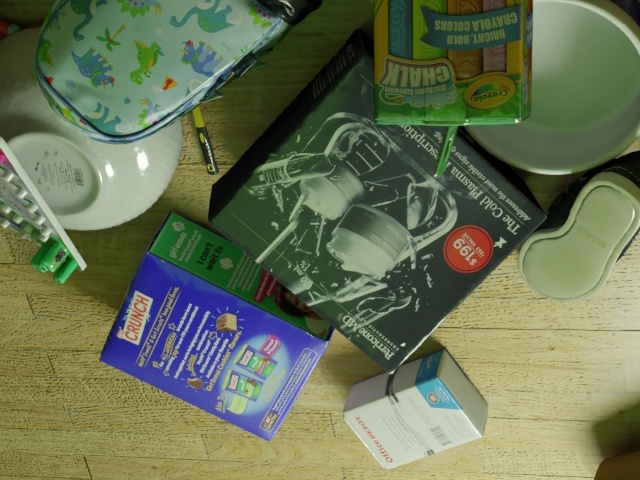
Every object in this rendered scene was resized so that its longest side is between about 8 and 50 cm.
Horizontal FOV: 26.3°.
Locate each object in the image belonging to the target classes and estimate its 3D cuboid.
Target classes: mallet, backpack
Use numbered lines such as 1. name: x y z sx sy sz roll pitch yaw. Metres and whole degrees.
1. mallet: -0.189 -0.178 2.034 0.062 0.039 0.190 5 130 11
2. backpack: -0.217 -0.290 1.797 0.355 0.273 0.290 -33 112 28

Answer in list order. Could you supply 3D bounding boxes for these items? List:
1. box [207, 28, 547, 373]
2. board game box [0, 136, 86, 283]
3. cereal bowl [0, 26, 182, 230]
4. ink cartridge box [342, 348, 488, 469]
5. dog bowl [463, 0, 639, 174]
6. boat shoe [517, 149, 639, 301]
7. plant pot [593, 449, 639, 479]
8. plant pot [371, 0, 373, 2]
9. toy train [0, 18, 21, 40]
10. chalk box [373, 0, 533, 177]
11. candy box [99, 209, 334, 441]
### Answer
1. box: 0.074 -0.054 1.887 0.343 0.179 0.312 40 103 -14
2. board game box: -0.552 -0.116 1.988 0.390 0.050 0.390 29 160 22
3. cereal bowl: -0.381 -0.140 2.026 0.338 0.141 0.339 7 132 8
4. ink cartridge box: 0.154 0.276 2.226 0.190 0.082 0.140 -24 115 31
5. dog bowl: 0.309 -0.225 1.805 0.264 0.104 0.265 8 127 11
6. boat shoe: 0.382 -0.025 1.919 0.127 0.113 0.340 36 152 11
7. plant pot: 0.562 0.408 2.132 0.254 0.237 0.237 2 126 33
8. plant pot: 0.073 -0.387 1.765 0.096 0.109 0.109 -39 107 22
9. toy train: -0.454 -0.350 1.984 0.125 0.046 0.166 33 128 -14
10. chalk box: 0.162 -0.223 1.642 0.179 0.180 0.289 0 100 12
11. candy box: -0.162 0.142 2.200 0.317 0.122 0.268 26 129 -4
